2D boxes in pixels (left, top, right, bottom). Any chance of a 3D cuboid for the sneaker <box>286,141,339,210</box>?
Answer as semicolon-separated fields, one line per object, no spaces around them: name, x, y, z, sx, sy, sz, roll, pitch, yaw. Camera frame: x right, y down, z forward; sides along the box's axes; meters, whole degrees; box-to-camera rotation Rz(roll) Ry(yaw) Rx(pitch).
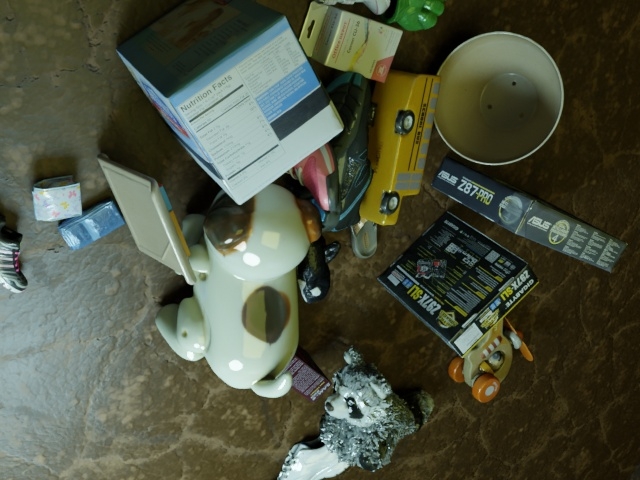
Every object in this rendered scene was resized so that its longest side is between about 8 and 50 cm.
sneaker;-0.058;-0.174;1.437;0.136;0.314;0.116;-19;152;-8

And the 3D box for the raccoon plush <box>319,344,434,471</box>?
raccoon plush;0.164;0.388;1.927;0.446;0.216;0.299;-26;137;-52

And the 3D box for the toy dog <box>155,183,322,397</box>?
toy dog;-0.154;0.070;1.442;0.284;0.395;0.408;0;124;-21

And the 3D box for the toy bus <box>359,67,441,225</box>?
toy bus;0.166;-0.207;1.614;0.130;0.108;0.333;-8;113;-45

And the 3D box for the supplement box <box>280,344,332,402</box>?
supplement box;-0.083;0.281;1.736;0.073;0.130;0.239;-45;134;0

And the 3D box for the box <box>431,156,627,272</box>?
box;0.511;-0.064;1.795;0.394;0.318;0.097;18;106;-35

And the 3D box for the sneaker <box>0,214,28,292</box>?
sneaker;-0.581;0.022;1.358;0.074;0.063;0.171;-26;121;-9

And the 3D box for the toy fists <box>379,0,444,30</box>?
toy fists;0.207;-0.569;1.478;0.142;0.096;0.279;-11;115;-30

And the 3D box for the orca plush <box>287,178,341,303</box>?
orca plush;0.000;0.000;1.633;0.102;0.151;0.288;-3;91;14

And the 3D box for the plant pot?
plant pot;0.415;-0.318;1.661;0.191;0.284;0.284;-19;132;-65

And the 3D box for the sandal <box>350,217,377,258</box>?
sandal;0.100;-0.042;1.727;0.089;0.060;0.220;-23;124;-18

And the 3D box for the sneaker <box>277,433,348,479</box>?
sneaker;-0.057;0.620;1.984;0.297;0.111;0.129;-37;112;-13

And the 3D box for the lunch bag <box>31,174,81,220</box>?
lunch bag;-0.495;-0.079;1.363;0.083;0.053;0.071;-17;125;-33

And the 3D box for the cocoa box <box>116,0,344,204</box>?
cocoa box;-0.166;-0.268;1.265;0.231;0.347;0.228;-37;127;-7

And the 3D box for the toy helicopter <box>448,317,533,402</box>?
toy helicopter;0.506;0.274;2.094;0.234;0.140;0.355;-15;120;-25

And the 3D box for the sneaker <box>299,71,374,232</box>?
sneaker;0.048;-0.184;1.545;0.139;0.125;0.341;-1;111;-45

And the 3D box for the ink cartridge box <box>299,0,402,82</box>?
ink cartridge box;0.059;-0.408;1.501;0.198;0.067;0.115;7;112;-33

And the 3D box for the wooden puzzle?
wooden puzzle;-0.319;-0.046;1.366;0.044;0.238;0.221;-33;128;-25

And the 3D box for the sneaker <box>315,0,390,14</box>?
sneaker;0.024;-0.504;1.416;0.252;0.103;0.111;27;101;-29

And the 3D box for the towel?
towel;-0.447;-0.031;1.431;0.119;0.029;0.067;-31;128;-13

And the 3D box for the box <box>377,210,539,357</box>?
box;0.323;0.094;1.767;0.257;0.322;0.079;-46;127;-2
